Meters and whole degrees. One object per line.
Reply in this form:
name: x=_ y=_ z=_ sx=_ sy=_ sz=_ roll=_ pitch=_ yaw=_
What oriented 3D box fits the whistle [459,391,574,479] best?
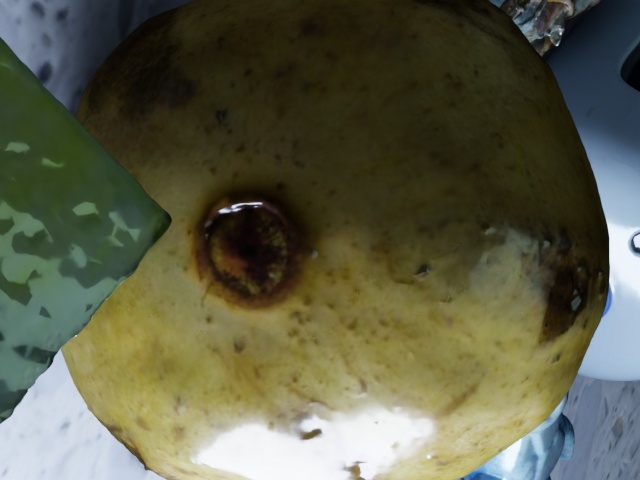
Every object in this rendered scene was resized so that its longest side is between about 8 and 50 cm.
whistle: x=0.158 y=0.186 z=1.451 sx=0.180 sy=0.093 sz=0.269 roll=-50 pitch=147 yaw=-40

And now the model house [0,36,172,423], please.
model house: x=-0.209 y=-0.014 z=0.636 sx=0.194 sy=0.170 sz=0.211 roll=-51 pitch=118 yaw=-24

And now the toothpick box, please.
toothpick box: x=0.237 y=-0.041 z=1.332 sx=0.355 sy=0.263 sz=0.263 roll=-47 pitch=143 yaw=-40

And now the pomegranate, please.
pomegranate: x=0.000 y=0.000 z=0.863 sx=0.281 sy=0.281 sz=0.281 roll=-39 pitch=138 yaw=-47

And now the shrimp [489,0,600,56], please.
shrimp: x=0.138 y=-0.156 z=1.236 sx=0.233 sy=0.079 sz=0.090 roll=-49 pitch=-177 yaw=-34
